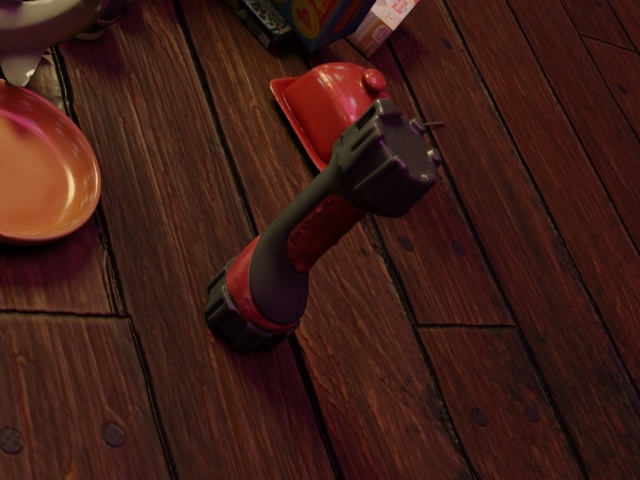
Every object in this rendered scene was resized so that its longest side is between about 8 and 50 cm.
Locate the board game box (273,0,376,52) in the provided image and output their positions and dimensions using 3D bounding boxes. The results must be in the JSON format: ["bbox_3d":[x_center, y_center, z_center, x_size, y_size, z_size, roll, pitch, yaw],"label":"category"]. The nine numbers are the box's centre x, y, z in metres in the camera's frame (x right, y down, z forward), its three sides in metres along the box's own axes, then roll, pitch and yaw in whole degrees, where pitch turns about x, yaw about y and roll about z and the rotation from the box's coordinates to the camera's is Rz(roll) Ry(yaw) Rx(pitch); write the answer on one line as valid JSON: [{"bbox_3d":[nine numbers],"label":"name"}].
[{"bbox_3d":[-0.016,-0.450,1.422,0.086,0.308,0.302,-31,81,-29],"label":"board game box"}]

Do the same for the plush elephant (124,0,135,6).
[{"bbox_3d":[-0.217,-0.493,1.369,0.272,0.255,0.330,45,38,-2],"label":"plush elephant"}]

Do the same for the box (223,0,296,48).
[{"bbox_3d":[-0.089,-0.335,1.532,0.137,0.027,0.094,48,37,2],"label":"box"}]

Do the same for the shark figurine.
[{"bbox_3d":[-0.282,-0.215,1.117,0.166,0.278,0.116,43,44,-49],"label":"shark figurine"}]

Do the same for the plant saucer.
[{"bbox_3d":[-0.314,-0.075,1.086,0.200,0.037,0.200,24,44,-25],"label":"plant saucer"}]

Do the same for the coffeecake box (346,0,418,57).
[{"bbox_3d":[0.046,-0.383,1.669,0.185,0.068,0.142,42,37,-6],"label":"coffeecake box"}]

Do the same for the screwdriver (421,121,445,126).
[{"bbox_3d":[0.135,-0.164,1.604,0.170,0.025,0.024,-9,63,-56],"label":"screwdriver"}]

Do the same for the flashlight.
[{"bbox_3d":[0.000,0.000,1.095,0.103,0.304,0.103,30,42,-22],"label":"flashlight"}]

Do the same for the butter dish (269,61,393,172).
[{"bbox_3d":[0.041,-0.177,1.440,0.160,0.118,0.160,-11,64,-47],"label":"butter dish"}]

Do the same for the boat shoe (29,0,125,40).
[{"bbox_3d":[-0.360,-0.364,1.250,0.335,0.095,0.112,36,40,-13],"label":"boat shoe"}]
